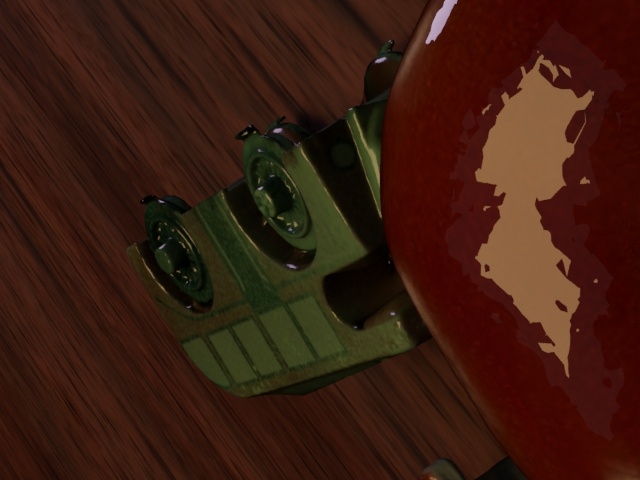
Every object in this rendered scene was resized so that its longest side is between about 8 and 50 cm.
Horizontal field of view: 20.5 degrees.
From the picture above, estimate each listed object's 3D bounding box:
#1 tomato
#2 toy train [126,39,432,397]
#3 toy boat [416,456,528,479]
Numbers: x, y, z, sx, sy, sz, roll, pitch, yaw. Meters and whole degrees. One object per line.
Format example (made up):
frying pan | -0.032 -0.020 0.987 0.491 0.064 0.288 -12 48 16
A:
tomato | 0.162 -0.032 0.593 0.226 0.298 0.299 -58 -49 -74
toy train | 0.000 0.000 1.028 0.159 0.129 0.326 61 152 -2
toy boat | 0.103 0.233 1.040 0.145 0.133 0.332 46 157 25
